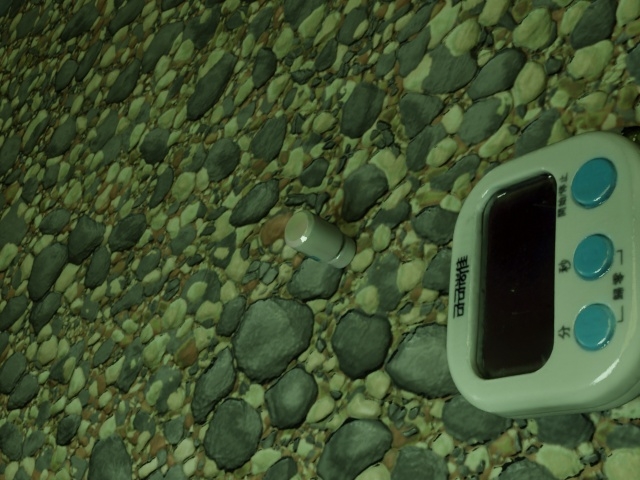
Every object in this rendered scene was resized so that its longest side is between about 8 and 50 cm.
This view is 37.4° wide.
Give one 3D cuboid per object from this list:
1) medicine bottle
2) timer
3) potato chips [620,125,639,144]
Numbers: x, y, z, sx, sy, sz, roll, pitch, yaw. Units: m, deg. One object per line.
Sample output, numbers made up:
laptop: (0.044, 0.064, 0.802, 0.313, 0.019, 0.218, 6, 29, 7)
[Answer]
medicine bottle: (0.000, 0.000, 1.196, 0.052, 0.089, 0.052, -25, 51, 36)
timer: (0.226, 0.035, 0.896, 0.237, 0.087, 0.262, -21, 56, 51)
potato chips: (0.292, -0.003, 0.928, 0.202, 0.029, 0.220, -43, 42, 30)
